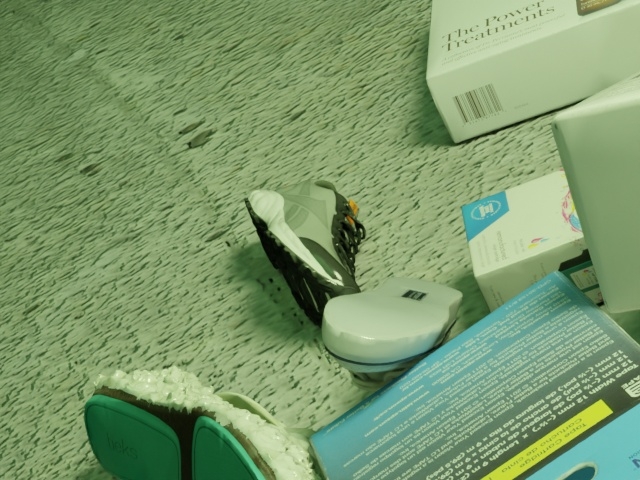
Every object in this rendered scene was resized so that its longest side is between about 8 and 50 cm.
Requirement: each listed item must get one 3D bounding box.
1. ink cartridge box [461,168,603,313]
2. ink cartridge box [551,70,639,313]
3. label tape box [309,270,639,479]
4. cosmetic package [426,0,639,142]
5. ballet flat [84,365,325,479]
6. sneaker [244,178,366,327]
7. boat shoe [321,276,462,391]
[{"bbox_3d":[0.254,-0.012,1.604,0.231,0.078,0.134,-22,28,10],"label":"ink cartridge box"},{"bbox_3d":[0.403,-0.094,1.373,0.285,0.166,0.395,-11,11,35],"label":"ink cartridge box"},{"bbox_3d":[0.146,0.175,1.267,0.249,0.115,0.348,-34,19,0],"label":"label tape box"},{"bbox_3d":[0.311,-0.272,1.980,0.377,0.097,0.284,-19,26,16],"label":"cosmetic package"},{"bbox_3d":[-0.071,0.187,1.509,0.147,0.147,0.409,-37,29,-18],"label":"ballet flat"},{"bbox_3d":[0.000,0.000,1.790,0.108,0.100,0.271,-24,27,-4],"label":"sneaker"},{"bbox_3d":[0.059,0.091,1.495,0.096,0.088,0.267,13,9,10],"label":"boat shoe"}]
